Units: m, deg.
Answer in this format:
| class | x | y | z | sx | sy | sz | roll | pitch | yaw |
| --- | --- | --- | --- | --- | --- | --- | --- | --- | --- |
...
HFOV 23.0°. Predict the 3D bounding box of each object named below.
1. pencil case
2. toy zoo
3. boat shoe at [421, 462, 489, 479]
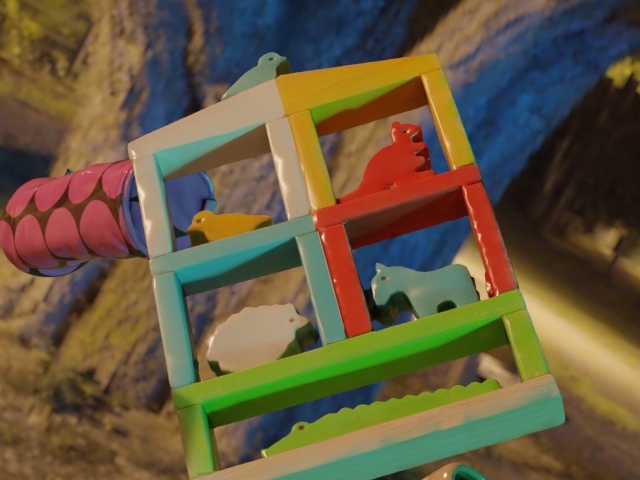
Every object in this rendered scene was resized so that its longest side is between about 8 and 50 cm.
| class | x | y | z | sx | sy | sz | roll | pitch | yaw |
| --- | --- | --- | --- | --- | --- | --- | --- | --- | --- |
| pencil case | -0.163 | -0.018 | 1.221 | 0.098 | 0.095 | 0.209 | 22 | -15 | -33 |
| toy zoo | 0.000 | 0.000 | 0.870 | 0.030 | 0.192 | 0.293 | 71 | 3 | -52 |
| boat shoe | 0.183 | 0.300 | 1.258 | 0.302 | 0.098 | 0.109 | 45 | 38 | -2 |
